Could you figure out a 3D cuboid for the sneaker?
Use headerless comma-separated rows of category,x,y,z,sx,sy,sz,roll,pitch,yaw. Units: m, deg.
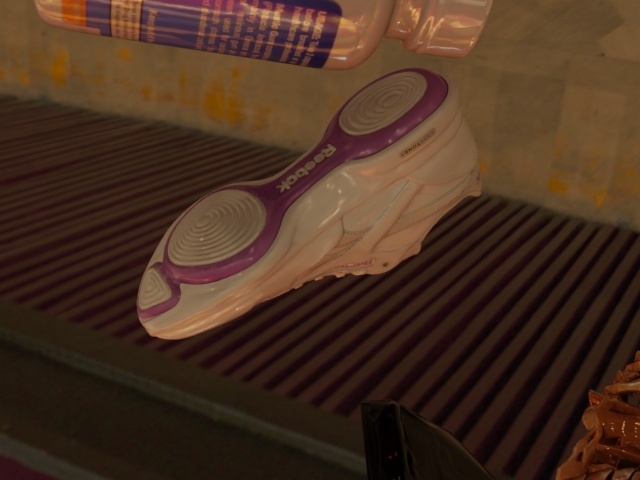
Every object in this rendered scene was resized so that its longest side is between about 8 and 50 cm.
sneaker,0.000,0.000,0.814,0.305,0.152,0.114,-33,42,2

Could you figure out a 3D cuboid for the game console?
game console,0.120,0.297,0.843,0.044,0.361,0.213,-36,120,21

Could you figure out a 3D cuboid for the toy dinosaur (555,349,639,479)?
toy dinosaur,0.155,0.157,0.436,0.218,0.164,0.321,13,75,14

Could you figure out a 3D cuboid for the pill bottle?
pill bottle,-0.032,-0.189,0.644,0.272,0.152,0.152,7,110,-9
